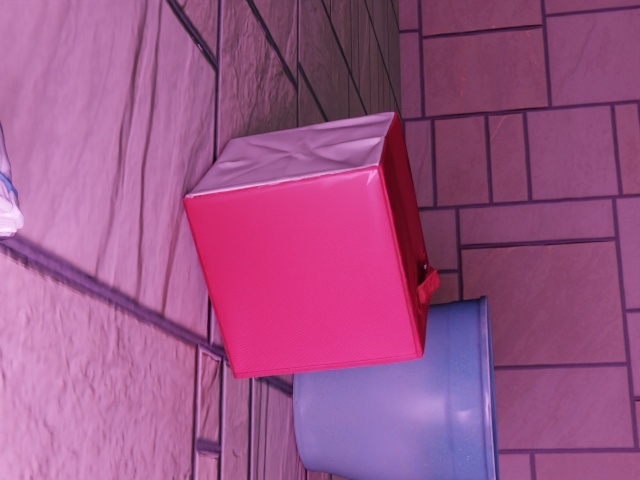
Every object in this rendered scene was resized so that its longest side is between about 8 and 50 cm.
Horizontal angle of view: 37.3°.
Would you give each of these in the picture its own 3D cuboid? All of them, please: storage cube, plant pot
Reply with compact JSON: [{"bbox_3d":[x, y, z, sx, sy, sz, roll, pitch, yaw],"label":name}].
[{"bbox_3d":[0.000,0.000,0.936,0.184,0.215,0.193,-67,146,-65],"label":"storage cube"},{"bbox_3d":[0.103,0.216,1.265,0.271,0.255,0.272,-4,90,-79],"label":"plant pot"}]

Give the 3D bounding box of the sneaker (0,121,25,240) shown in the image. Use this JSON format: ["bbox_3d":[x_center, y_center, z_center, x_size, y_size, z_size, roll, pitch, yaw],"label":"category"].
[{"bbox_3d":[-0.185,-0.066,0.401,0.191,0.071,0.083,81,3,-70],"label":"sneaker"}]
